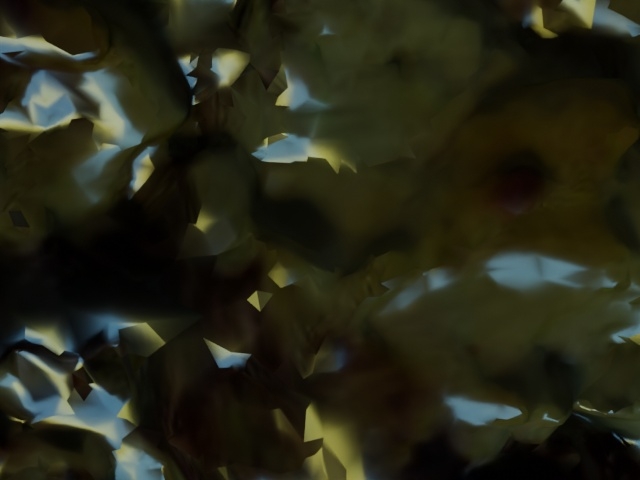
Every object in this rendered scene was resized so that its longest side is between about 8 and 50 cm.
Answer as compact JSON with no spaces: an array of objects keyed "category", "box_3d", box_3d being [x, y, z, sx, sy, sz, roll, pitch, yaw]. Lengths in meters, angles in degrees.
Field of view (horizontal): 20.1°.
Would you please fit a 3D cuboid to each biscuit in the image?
[{"category":"biscuit","box_3d":[-0.004,0.001,0.419,0.289,0.334,0.081,-16,-163,6]}]
